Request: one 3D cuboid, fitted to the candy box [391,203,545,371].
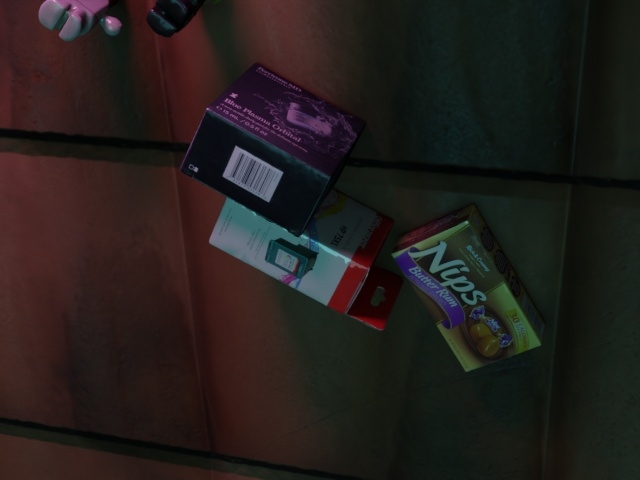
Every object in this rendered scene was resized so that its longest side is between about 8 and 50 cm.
[{"bbox_3d":[0.182,0.060,1.234,0.109,0.053,0.186,-24,108,28],"label":"candy box"}]

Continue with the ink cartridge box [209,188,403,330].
[{"bbox_3d":[0.000,0.000,1.214,0.231,0.134,0.078,28,122,2],"label":"ink cartridge box"}]

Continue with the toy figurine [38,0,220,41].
[{"bbox_3d":[-0.217,-0.331,1.111,0.213,0.148,0.209,-2,122,17],"label":"toy figurine"}]

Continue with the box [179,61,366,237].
[{"bbox_3d":[-0.051,-0.108,1.158,0.156,0.158,0.093,29,123,1],"label":"box"}]
